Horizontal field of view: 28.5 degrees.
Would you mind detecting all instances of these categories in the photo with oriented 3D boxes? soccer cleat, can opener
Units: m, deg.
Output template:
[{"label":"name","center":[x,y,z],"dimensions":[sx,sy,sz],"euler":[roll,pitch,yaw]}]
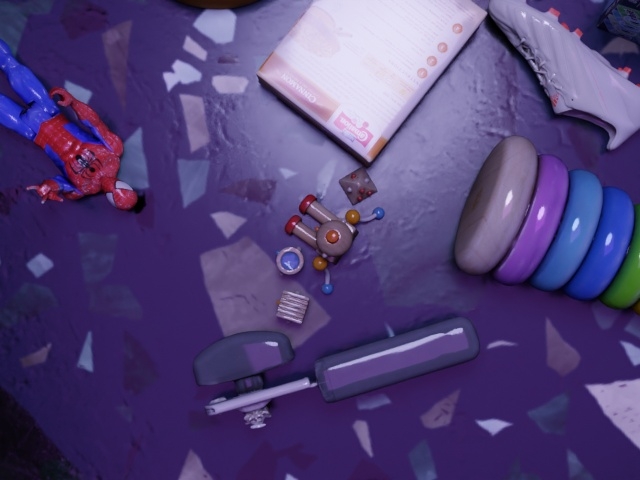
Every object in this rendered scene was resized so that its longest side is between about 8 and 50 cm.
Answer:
[{"label":"soccer cleat","center":[0.238,-0.168,1.240],"dimensions":[0.196,0.068,0.076],"euler":[37,92,-1]},{"label":"can opener","center":[0.014,0.117,1.231],"dimensions":[0.281,0.074,0.093],"euler":[-13,88,1]}]

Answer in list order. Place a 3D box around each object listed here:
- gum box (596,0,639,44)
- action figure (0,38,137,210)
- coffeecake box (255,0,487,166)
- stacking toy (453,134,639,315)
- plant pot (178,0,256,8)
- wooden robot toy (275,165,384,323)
[{"label":"gum box","center":[0.368,-0.201,1.191],"dimensions":[0.184,0.157,0.041],"euler":[22,88,2]},{"label":"action figure","center":[-0.289,-0.127,1.217],"dimensions":[0.280,0.139,0.091],"euler":[42,91,-1]},{"label":"coffeecake box","center":[0.049,-0.189,1.241],"dimensions":[0.142,0.068,0.185],"euler":[38,89,2]},{"label":"stacking toy","center":[0.303,0.020,1.212],"dimensions":[0.330,0.141,0.141],"euler":[21,89,-5]},{"label":"plant pot","center":[-0.105,-0.338,1.188],"dimensions":[0.205,0.188,0.205],"euler":[0,88,1]},{"label":"wooden robot toy","center":[0.000,0.000,1.232],"dimensions":[0.076,0.079,0.173],"euler":[34,89,2]}]
